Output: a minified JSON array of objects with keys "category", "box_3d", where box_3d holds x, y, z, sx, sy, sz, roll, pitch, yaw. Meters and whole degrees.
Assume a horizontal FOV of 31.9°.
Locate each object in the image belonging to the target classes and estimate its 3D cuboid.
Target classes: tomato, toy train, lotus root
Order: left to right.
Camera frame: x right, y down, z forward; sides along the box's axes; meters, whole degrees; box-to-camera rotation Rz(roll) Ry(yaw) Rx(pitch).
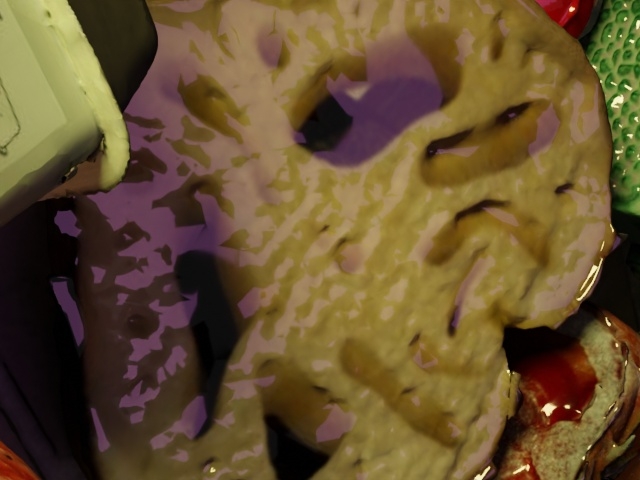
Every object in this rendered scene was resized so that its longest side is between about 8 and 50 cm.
[{"category":"lotus root","box_3d":[0.000,0.000,0.662,0.390,0.111,0.375,-51,123,-8]},{"category":"tomato","box_3d":[0.162,0.155,0.802,0.155,0.180,0.214,36,83,-44]},{"category":"toy train","box_3d":[0.284,-0.099,0.851,0.202,0.145,0.266,26,85,-37]}]

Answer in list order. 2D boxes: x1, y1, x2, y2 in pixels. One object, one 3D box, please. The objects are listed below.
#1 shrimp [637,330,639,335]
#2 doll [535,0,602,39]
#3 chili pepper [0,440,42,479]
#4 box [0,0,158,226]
[{"category":"shrimp","box_3d":[0.425,0.058,0.990,0.445,0.221,0.110,-5,64,-48]},{"category":"doll","box_3d":[0.147,-0.151,0.784,0.104,0.062,0.195,28,91,-22]},{"category":"chili pepper","box_3d":[-0.211,0.148,0.420,0.229,0.305,0.251,-54,132,-11]},{"category":"box","box_3d":[-0.204,-0.129,0.407,0.166,0.220,0.291,-53,132,-43]}]
